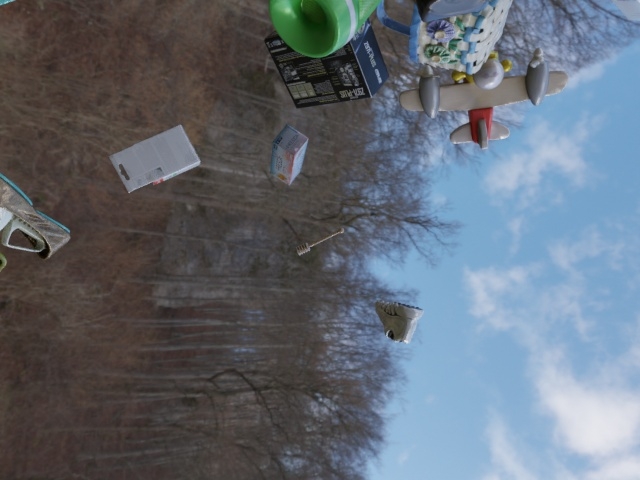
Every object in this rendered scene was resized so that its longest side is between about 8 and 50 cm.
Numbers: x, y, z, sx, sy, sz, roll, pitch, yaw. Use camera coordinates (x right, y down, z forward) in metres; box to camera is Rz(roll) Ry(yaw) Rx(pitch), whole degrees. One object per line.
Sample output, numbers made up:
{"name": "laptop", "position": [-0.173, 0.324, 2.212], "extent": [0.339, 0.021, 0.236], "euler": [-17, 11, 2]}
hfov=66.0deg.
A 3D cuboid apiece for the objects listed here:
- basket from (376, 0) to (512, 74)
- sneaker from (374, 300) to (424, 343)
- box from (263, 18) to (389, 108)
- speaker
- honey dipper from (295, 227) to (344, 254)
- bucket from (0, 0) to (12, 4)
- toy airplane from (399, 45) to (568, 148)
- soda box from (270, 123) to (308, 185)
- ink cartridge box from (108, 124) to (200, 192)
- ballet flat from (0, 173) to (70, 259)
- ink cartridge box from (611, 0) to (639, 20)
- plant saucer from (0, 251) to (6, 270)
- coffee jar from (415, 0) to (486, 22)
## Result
{"name": "basket", "position": [0.238, -0.498, 1.020], "extent": [0.289, 0.254, 0.201], "euler": [37, -98, 19]}
{"name": "sneaker", "position": [0.227, 0.252, 1.536], "extent": [0.292, 0.110, 0.118], "euler": [139, -37, -83]}
{"name": "box", "position": [0.012, -0.332, 0.898], "extent": [0.180, 0.147, 0.077], "euler": [4, -135, 39]}
{"name": "speaker", "position": [0.048, -0.397, 0.709], "extent": [0.131, 0.131, 0.296], "euler": [-13, -141, 55]}
{"name": "honey dipper", "position": [0.000, 0.000, 1.537], "extent": [0.161, 0.030, 0.030], "euler": [-25, -121, 8]}
{"name": "bucket", "position": [-0.664, -0.594, 0.975], "extent": [0.281, 0.281, 0.183], "euler": [54, -12, 43]}
{"name": "toy airplane", "position": [0.498, -0.473, 1.530], "extent": [0.386, 0.384, 0.272], "euler": [-50, 180, 12]}
{"name": "soda box", "position": [-0.077, -0.199, 1.173], "extent": [0.058, 0.063, 0.183], "euler": [-55, 178, -17]}
{"name": "ink cartridge box", "position": [-0.246, -0.120, 0.736], "extent": [0.062, 0.115, 0.029], "euler": [63, -16, -5]}
{"name": "ballet flat", "position": [-0.760, -0.052, 1.218], "extent": [0.342, 0.116, 0.124], "euler": [75, 31, -61]}
{"name": "ink cartridge box", "position": [0.445, -0.378, 0.686], "extent": [0.088, 0.123, 0.052], "euler": [-62, -150, 11]}
{"name": "plant saucer", "position": [-0.626, 0.022, 0.792], "extent": [0.188, 0.188, 0.045], "euler": [-40, -163, 12]}
{"name": "coffee jar", "position": [0.163, -0.389, 0.647], "extent": [0.079, 0.096, 0.184], "euler": [-52, 132, -83]}
